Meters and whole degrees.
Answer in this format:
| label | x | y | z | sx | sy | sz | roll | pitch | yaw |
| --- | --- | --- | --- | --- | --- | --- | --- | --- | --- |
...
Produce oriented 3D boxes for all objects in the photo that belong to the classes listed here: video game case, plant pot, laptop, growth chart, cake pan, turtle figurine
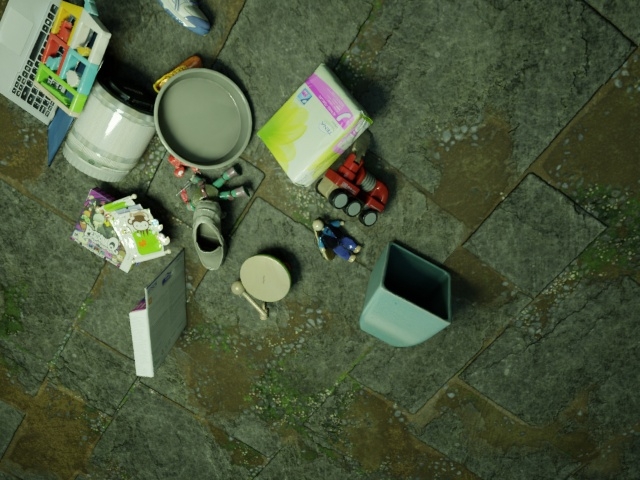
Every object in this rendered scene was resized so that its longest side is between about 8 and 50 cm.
| label | x | y | z | sx | sy | sz | roll | pitch | yaw |
| --- | --- | --- | --- | --- | --- | --- | --- | --- | --- |
| video game case | -0.710 | -0.033 | 1.495 | 0.232 | 0.042 | 0.210 | 33 | 108 | -5 |
| plant pot | 0.259 | 0.207 | 1.462 | 0.247 | 0.247 | 0.252 | 28 | 128 | -5 |
| laptop | -0.843 | -0.510 | 1.299 | 0.408 | 0.236 | 0.382 | 36 | 110 | -11 |
| growth chart | -0.610 | -0.037 | 1.450 | 0.172 | 0.021 | 0.237 | -23 | 105 | 10 |
| cake pan | -0.354 | -0.365 | 1.328 | 0.293 | 0.054 | 0.293 | -5 | 101 | -28 |
| turtle figurine | -0.363 | -0.148 | 1.457 | 0.234 | 0.118 | 0.175 | -24 | 106 | 9 |

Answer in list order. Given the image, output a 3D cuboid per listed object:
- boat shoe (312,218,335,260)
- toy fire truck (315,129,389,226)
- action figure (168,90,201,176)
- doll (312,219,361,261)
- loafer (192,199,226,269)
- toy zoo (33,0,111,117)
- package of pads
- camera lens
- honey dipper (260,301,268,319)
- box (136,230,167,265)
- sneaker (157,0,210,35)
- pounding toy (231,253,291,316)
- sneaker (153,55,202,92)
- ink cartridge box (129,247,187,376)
| label | x | y | z | sx | sy | sz | roll | pitch | yaw |
| --- | --- | --- | --- | --- | --- | --- | --- | --- | --- |
| boat shoe | 0.000 | 0.000 | 1.501 | 0.049 | 0.056 | 0.152 | -11 | 100 | 48 |
| toy fire truck | 0.126 | -0.204 | 1.363 | 0.217 | 0.158 | 0.246 | 27 | 103 | -39 |
| action figure | -0.407 | -0.326 | 1.399 | 0.139 | 0.091 | 0.280 | 20 | 112 | 8 |
| doll | 0.049 | -0.010 | 1.474 | 0.189 | 0.046 | 0.129 | 36 | 76 | -20 |
| loafer | -0.376 | 0.004 | 1.462 | 0.112 | 0.111 | 0.319 | 4 | 139 | -2 |
| toy zoo | -0.673 | -0.513 | 1.192 | 0.192 | 0.030 | 0.293 | 37 | 108 | 19 |
| package of pads | -0.018 | -0.332 | 1.304 | 0.296 | 0.101 | 0.229 | -42 | 69 | 20 |
| camera lens | -0.637 | -0.348 | 1.348 | 0.219 | 0.219 | 0.274 | 36 | 110 | -8 |
| honey dipper | -0.210 | 0.216 | 1.619 | 0.030 | 0.030 | 0.161 | 3 | 110 | 5 |
| box | -0.645 | -0.006 | 1.559 | 0.137 | 0.072 | 0.126 | -40 | 102 | 18 |
| sneaker | -0.410 | -0.728 | 1.239 | 0.131 | 0.112 | 0.296 | -40 | 103 | 18 |
| pounding toy | -0.190 | 0.128 | 1.551 | 0.183 | 0.110 | 0.237 | 37 | 120 | -3 |
| sneaker | -0.436 | -0.504 | 1.350 | 0.175 | 0.067 | 0.064 | -33 | 102 | 15 |
| ink cartridge box | -0.548 | 0.233 | 1.504 | 0.071 | 0.324 | 0.330 | 4 | 111 | 3 |
